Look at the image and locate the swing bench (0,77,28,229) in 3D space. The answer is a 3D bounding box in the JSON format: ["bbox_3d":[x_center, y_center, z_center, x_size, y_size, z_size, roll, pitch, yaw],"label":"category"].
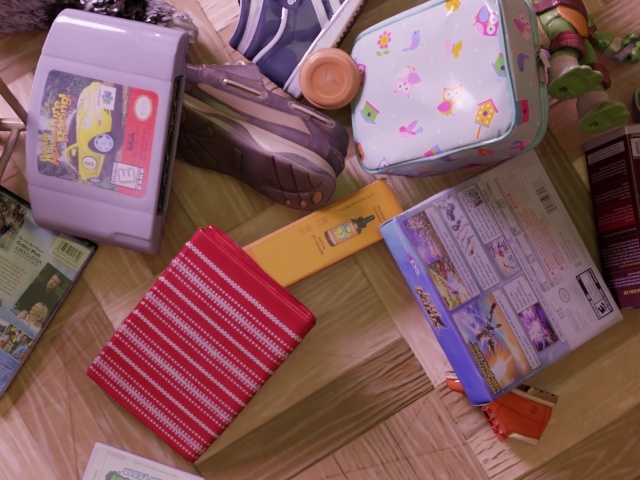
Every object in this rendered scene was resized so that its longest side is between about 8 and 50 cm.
[{"bbox_3d":[-0.521,-0.152,1.475,0.254,0.253,0.165,18,78,3],"label":"swing bench"}]

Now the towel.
[{"bbox_3d":[-0.158,0.138,1.547,0.199,0.031,0.275,40,105,0],"label":"towel"}]

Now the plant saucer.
[{"bbox_3d":[0.012,-0.215,1.562,0.083,0.013,0.084,2,111,6],"label":"plant saucer"}]

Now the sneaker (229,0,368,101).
[{"bbox_3d":[-0.013,-0.348,1.609,0.153,0.099,0.282,33,87,-1],"label":"sneaker"}]

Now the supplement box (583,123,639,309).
[{"bbox_3d":[0.430,-0.029,1.580,0.073,0.130,0.240,-5,85,-13],"label":"supplement box"}]

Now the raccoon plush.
[{"bbox_3d":[-0.374,-0.435,1.599,0.446,0.216,0.299,20,67,-30],"label":"raccoon plush"}]

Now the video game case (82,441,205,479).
[{"bbox_3d":[-0.251,0.363,1.565,0.157,0.019,0.143,19,84,-1],"label":"video game case"}]

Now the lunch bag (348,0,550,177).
[{"bbox_3d":[0.167,-0.207,1.528,0.107,0.279,0.224,4,78,-46],"label":"lunch bag"}]

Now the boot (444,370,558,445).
[{"bbox_3d":[0.237,0.226,1.587,0.157,0.059,0.085,19,89,-2],"label":"boot"}]

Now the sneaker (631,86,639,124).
[{"bbox_3d":[0.481,-0.157,1.568,0.066,0.188,0.071,-34,118,-14],"label":"sneaker"}]

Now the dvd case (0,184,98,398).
[{"bbox_3d":[-0.444,0.066,1.584,0.180,0.022,0.253,32,84,1],"label":"dvd case"}]

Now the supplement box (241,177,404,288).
[{"bbox_3d":[0.000,0.000,1.586,0.233,0.080,0.078,-26,89,-4],"label":"supplement box"}]

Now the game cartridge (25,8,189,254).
[{"bbox_3d":[-0.282,-0.141,1.514,0.196,0.060,0.294,13,105,15],"label":"game cartridge"}]

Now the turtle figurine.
[{"bbox_3d":[0.378,-0.296,1.549,0.274,0.198,0.266,-1,57,4],"label":"turtle figurine"}]

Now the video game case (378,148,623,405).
[{"bbox_3d":[0.243,0.045,1.561,0.244,0.061,0.270,-27,88,-25],"label":"video game case"}]

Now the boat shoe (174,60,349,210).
[{"bbox_3d":[-0.123,-0.169,1.588,0.355,0.132,0.130,29,58,5],"label":"boat shoe"}]
